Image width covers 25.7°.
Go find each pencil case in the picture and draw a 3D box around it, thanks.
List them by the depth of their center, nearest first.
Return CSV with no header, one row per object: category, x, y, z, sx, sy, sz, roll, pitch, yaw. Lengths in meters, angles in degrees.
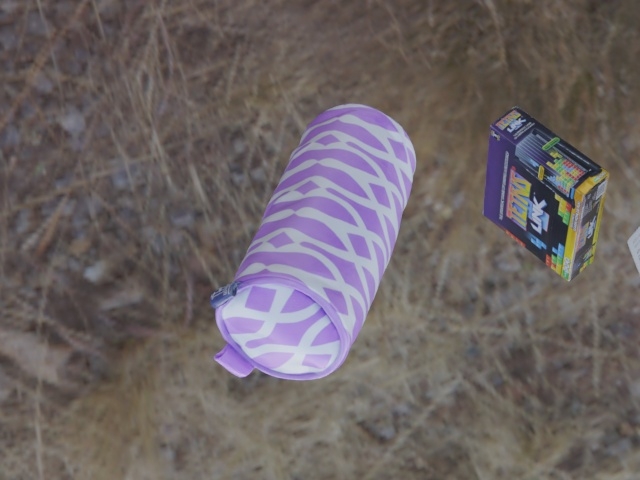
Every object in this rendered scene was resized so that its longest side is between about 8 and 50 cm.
pencil case,0.000,0.000,0.870,0.086,0.206,0.088,40,131,-11

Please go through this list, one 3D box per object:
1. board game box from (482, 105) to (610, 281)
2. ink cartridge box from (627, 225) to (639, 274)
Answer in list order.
board game box,0.254,-0.052,1.605,0.048,0.141,0.170,-39,151,-22
ink cartridge box,0.411,0.054,1.434,0.078,0.231,0.134,6,139,-23
